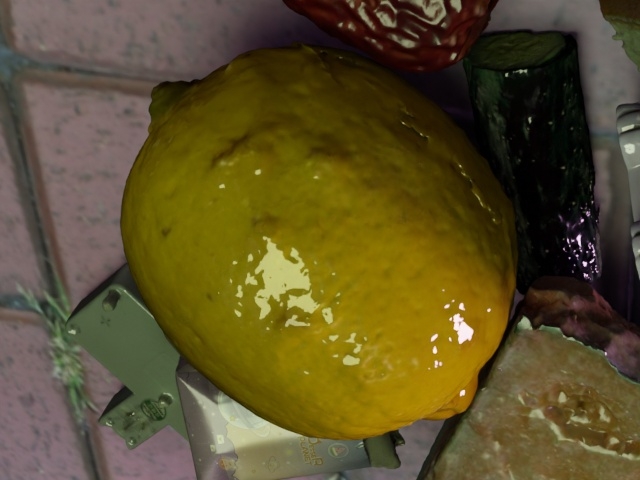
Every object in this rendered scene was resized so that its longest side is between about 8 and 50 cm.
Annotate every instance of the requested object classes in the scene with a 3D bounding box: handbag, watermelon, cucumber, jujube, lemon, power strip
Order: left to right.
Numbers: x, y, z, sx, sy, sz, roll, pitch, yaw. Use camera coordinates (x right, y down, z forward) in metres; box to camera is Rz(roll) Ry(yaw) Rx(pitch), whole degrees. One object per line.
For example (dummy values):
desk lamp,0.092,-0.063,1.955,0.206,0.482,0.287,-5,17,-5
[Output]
power strip,-0.133,0.133,1.370,0.216,0.061,0.145,44,129,-11
handbag,-0.023,0.134,1.276,0.173,0.095,0.117,-7,110,6
lemon,0.002,0.002,1.086,0.284,0.260,0.260,32,132,9
jujube,0.032,-0.182,1.025,0.176,0.109,0.112,29,89,6
cucumber,0.149,-0.041,1.111,0.078,0.062,0.211,3,126,22
watermelon,0.223,0.165,1.183,0.264,0.151,0.302,25,128,6

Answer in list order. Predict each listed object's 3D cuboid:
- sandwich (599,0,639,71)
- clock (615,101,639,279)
sandwich,0.242,-0.124,0.925,0.258,0.096,0.094,23,156,48
clock,0.324,-0.023,0.988,0.254,0.189,0.189,-15,118,24
